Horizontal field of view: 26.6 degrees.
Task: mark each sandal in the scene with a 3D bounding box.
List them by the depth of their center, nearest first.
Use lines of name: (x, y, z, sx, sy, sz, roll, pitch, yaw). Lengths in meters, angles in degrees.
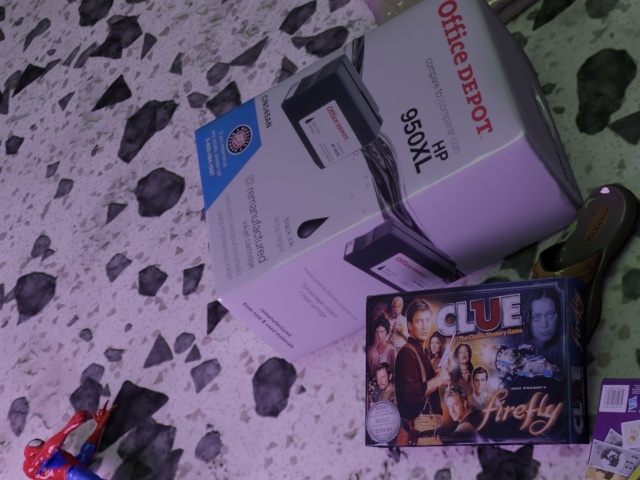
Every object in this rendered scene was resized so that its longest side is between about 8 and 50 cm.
sandal: (0.262, 0.029, 1.411, 0.090, 0.060, 0.219, 19, 75, 47)

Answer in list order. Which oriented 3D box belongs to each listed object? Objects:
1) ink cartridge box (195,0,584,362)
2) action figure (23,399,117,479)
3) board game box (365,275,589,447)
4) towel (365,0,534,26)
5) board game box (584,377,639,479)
ink cartridge box: (0.068, -0.082, 1.573, 0.395, 0.166, 0.285, -28, 46, 17)
action figure: (-0.267, 0.265, 1.656, 0.280, 0.091, 0.139, 13, 75, 44)
board game box: (0.156, 0.130, 1.398, 0.243, 0.042, 0.165, -8, 75, 36)
towel: (0.192, -0.398, 1.807, 0.317, 0.053, 0.332, -36, 42, 13)
board game box: (0.334, 0.215, 1.083, 0.347, 0.056, 0.208, -10, 61, 62)
